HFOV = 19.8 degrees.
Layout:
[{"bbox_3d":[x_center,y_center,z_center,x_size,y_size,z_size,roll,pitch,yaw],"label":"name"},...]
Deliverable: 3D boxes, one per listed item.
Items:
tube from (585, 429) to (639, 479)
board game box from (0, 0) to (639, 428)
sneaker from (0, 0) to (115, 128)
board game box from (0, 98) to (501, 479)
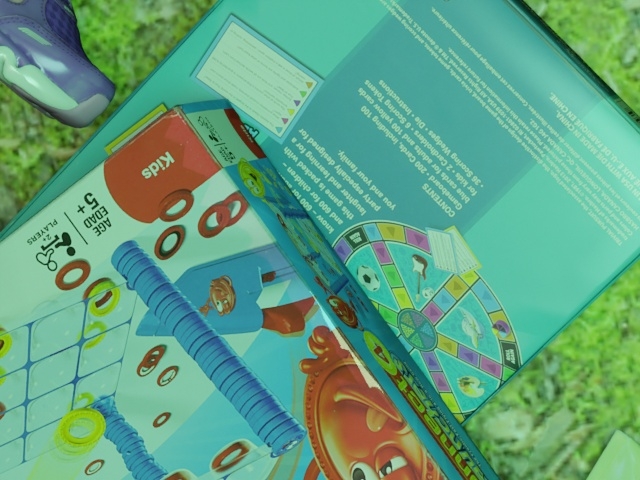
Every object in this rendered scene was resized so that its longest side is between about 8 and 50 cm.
[{"bbox_3d":[0.234,0.205,0.971,0.240,0.062,0.070,34,61,13],"label":"tube"},{"bbox_3d":[0.000,0.000,0.994,0.336,0.079,0.254,-45,84,13],"label":"board game box"},{"bbox_3d":[-0.175,-0.165,1.000,0.104,0.095,0.236,-38,67,0],"label":"sneaker"},{"bbox_3d":[-0.089,0.138,0.941,0.308,0.086,0.302,-37,86,13],"label":"board game box"}]
